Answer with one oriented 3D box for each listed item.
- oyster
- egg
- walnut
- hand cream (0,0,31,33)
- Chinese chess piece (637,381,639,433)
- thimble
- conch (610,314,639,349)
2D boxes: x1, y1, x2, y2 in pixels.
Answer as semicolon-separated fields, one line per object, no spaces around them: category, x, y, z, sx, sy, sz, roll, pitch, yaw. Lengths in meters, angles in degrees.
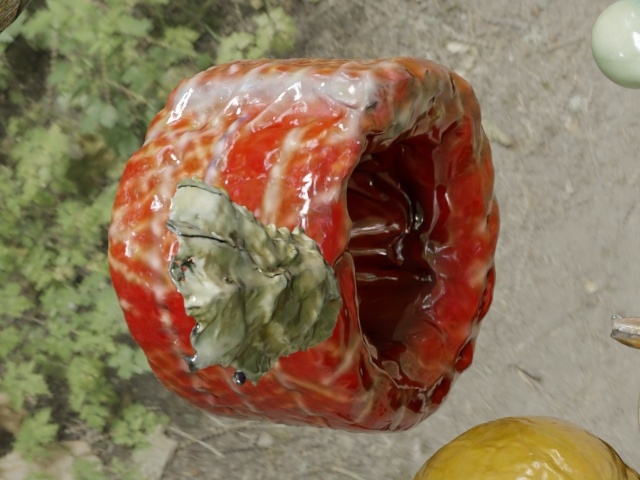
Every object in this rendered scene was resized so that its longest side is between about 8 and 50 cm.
oyster;-0.035;0.025;0.784;0.072;0.209;0.132;-15;65;10
egg;0.417;-0.259;1.746;0.114;0.114;0.152;-24;29;11
walnut;0.132;0.172;0.937;0.167;0.211;0.087;-24;89;-31
hand cream;-0.197;-0.089;0.624;0.084;0.084;0.203;-1;49;19
Chinese chess piece;0.443;0.176;1.294;0.273;0.102;0.273;15;115;36
thimble;0.000;0.000;1.167;0.231;0.350;0.350;5;74;30
conch;0.367;0.104;1.126;0.233;0.080;0.086;-9;39;28
